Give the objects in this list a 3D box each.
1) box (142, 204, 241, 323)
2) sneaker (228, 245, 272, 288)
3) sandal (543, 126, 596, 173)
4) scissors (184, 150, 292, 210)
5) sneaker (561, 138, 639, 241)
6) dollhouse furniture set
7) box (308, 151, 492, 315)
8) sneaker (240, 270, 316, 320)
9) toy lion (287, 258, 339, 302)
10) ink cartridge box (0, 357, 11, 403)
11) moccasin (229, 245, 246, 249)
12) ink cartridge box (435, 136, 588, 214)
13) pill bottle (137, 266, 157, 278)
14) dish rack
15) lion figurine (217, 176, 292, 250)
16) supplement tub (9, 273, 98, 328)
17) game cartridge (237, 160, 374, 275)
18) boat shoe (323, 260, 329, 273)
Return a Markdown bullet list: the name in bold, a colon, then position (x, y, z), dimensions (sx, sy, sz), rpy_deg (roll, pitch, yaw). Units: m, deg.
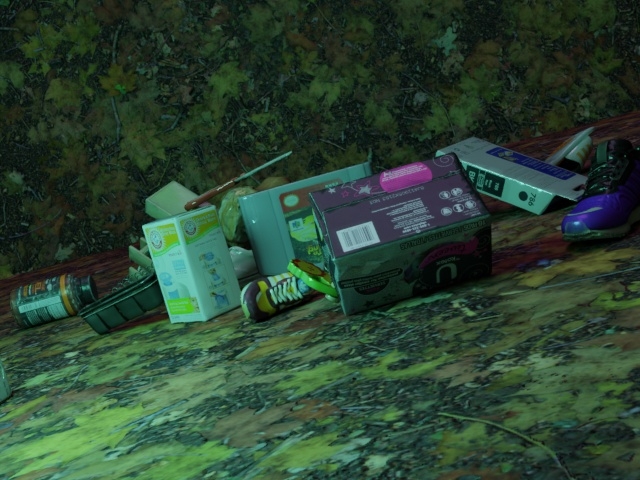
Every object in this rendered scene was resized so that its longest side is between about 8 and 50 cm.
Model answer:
- **box**: position (-0.244, 0.046, 1.765), dimensions (0.114, 0.203, 0.103), rpy_deg (-8, 10, 45)
- **sneaker**: position (-0.190, 0.059, 1.994), dimensions (0.258, 0.091, 0.094), rpy_deg (-18, 8, -22)
- **sandal**: position (0.618, -0.191, 2.343), dimensions (0.265, 0.076, 0.102), rpy_deg (-41, 3, -22)
- **scissors**: position (-0.184, -0.140, 2.072), dimensions (0.297, 0.021, 0.109), rpy_deg (-28, 6, 14)
- **sneaker**: position (0.477, -0.090, 1.529), dimensions (0.102, 0.146, 0.293), rpy_deg (-8, 10, 45)
- **dollhouse furniture set**: position (-0.331, 0.004, 2.229), dimensions (0.161, 0.242, 0.212), rpy_deg (32, 49, 20)
- **box**: position (0.127, -0.008, 1.448), dimensions (0.247, 0.142, 0.163), rpy_deg (-17, 46, -4)
- **sneaker**: position (-0.066, 0.087, 1.613), dimensions (0.084, 0.069, 0.185), rpy_deg (-17, 6, 32)
- **toy lion**: position (-0.011, 0.062, 1.585), dimensions (0.096, 0.034, 0.100), rpy_deg (22, 14, -10)
- **ink cartridge box**: position (-0.586, 0.230, 1.492), dimensions (0.135, 0.099, 0.056), rpy_deg (-15, 7, 7)
- **moccasin**: position (-0.175, -0.023, 2.484), dimensions (0.342, 0.116, 0.138), rpy_deg (-21, 9, -39)
- **ink cartridge box**: position (0.423, -0.132, 1.968), dimensions (0.333, 0.065, 0.165), rpy_deg (24, 30, 33)
- **pill bottle**: position (-0.398, 0.074, 2.372), dimensions (0.078, 0.078, 0.137), rpy_deg (-8, 10, 45)
- **dish rack**: position (-0.361, 0.091, 1.938), dimensions (0.208, 0.074, 0.271), rpy_deg (-24, 13, 27)
- **lion figurine**: position (-0.142, -0.072, 2.179), dimensions (0.142, 0.240, 0.392), rpy_deg (19, 29, 8)
- **supplement tub**: position (-0.653, 0.143, 2.266), dimensions (0.198, 0.106, 0.106), rpy_deg (-16, 7, -1)
- **game cartridge**: position (-0.006, -0.035, 1.914), dimensions (0.294, 0.196, 0.060), rpy_deg (-17, 7, -12)
- **boat shoe**: position (0.042, 0.042, 1.719), dimensions (0.076, 0.080, 0.228), rpy_deg (-21, 6, 7)
